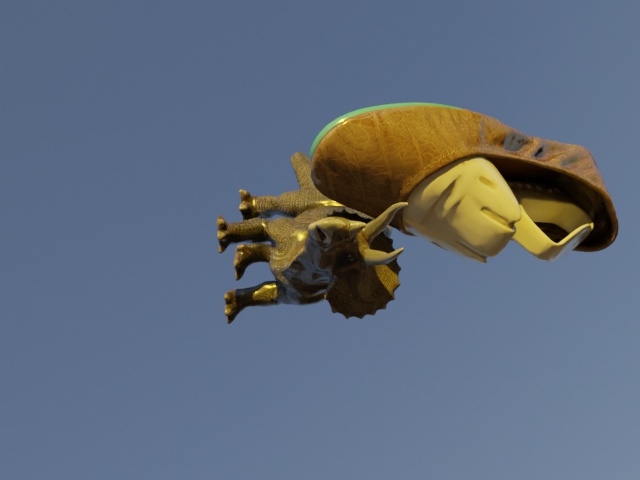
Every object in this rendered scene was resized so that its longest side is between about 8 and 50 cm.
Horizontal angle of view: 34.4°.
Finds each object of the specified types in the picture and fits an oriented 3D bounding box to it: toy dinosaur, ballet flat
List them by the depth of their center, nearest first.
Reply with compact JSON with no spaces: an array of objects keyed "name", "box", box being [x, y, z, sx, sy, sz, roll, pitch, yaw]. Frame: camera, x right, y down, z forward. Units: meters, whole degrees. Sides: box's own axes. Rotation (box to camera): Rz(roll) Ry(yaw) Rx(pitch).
[{"name":"ballet flat","box":[0.146,-0.034,0.873,0.342,0.124,0.116,7,-50,-45]},{"name":"toy dinosaur","box":[0.000,0.000,0.907,0.160,0.313,0.120,-1,-76,6]}]
